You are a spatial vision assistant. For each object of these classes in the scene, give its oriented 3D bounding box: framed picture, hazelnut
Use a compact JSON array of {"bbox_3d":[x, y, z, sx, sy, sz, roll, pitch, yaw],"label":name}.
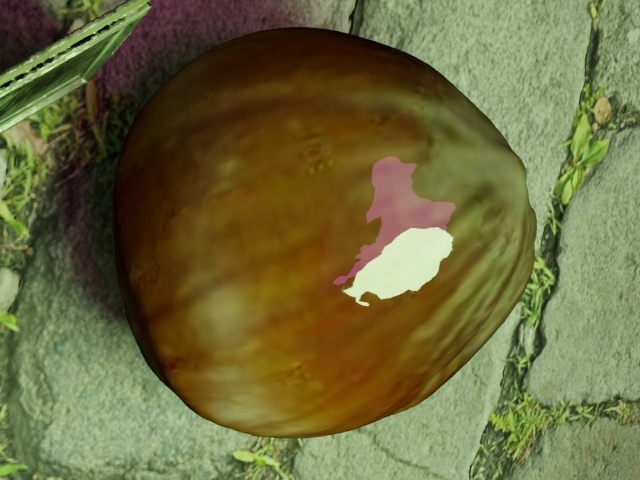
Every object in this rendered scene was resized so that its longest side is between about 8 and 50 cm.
[{"bbox_3d":[-0.251,-0.083,0.885,0.274,0.217,0.017,-36,97,-22],"label":"framed picture"},{"bbox_3d":[0.000,0.000,1.028,0.372,0.372,0.315,38,42,-40],"label":"hazelnut"}]
